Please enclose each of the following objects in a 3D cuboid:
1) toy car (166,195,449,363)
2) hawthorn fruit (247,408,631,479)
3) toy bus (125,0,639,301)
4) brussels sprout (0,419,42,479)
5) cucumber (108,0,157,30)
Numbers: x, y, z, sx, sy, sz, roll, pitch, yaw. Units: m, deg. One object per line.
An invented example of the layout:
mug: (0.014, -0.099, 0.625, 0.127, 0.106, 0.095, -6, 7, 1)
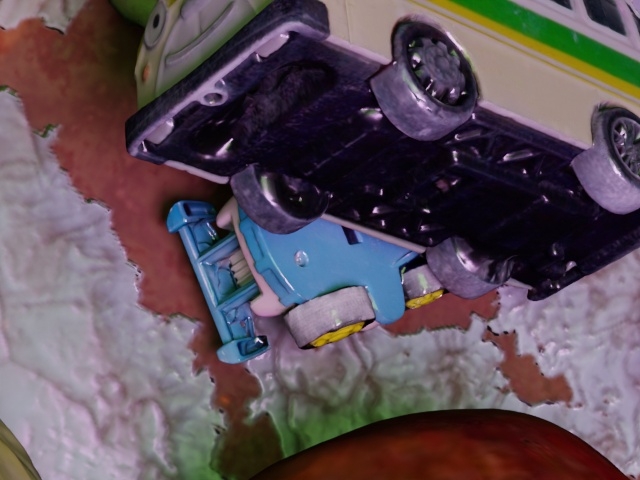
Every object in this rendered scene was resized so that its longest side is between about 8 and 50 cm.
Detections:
toy car: (0.000, 0.000, 1.090, 0.161, 0.098, 0.126, -12, 77, -48)
hawthorn fruit: (0.061, 0.229, 0.936, 0.308, 0.325, 0.308, -4, 74, 16)
toy bus: (0.051, -0.095, 1.013, 0.305, 0.143, 0.179, 18, 54, -36)
brussels sprout: (-0.258, 0.171, 0.889, 0.328, 0.328, 0.247, 41, 97, -3)
cucumber: (-0.090, -0.256, 1.100, 0.145, 0.105, 0.325, -6, 82, -46)
